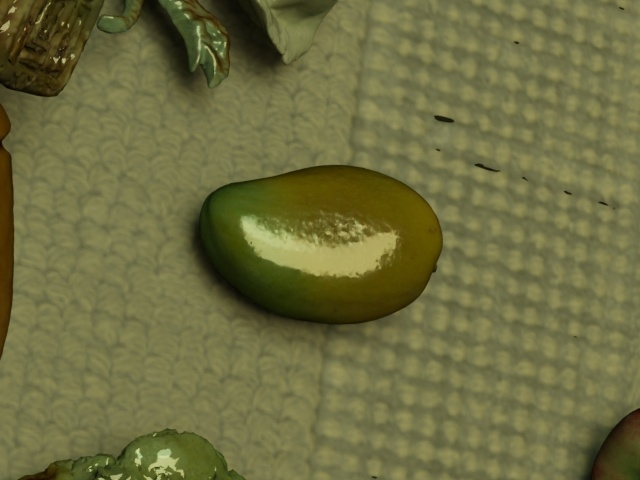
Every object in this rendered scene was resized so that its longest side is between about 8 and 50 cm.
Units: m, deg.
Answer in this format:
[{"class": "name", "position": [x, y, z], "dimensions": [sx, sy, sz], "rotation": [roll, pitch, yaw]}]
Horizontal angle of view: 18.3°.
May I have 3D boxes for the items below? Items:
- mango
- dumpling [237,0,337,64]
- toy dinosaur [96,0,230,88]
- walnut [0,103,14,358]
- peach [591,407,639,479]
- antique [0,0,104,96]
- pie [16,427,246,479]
[{"class": "mango", "position": [0.000, 0.000, 1.543], "dimensions": [0.195, 0.092, 0.130], "rotation": [15, 72, -18]}, {"class": "dumpling", "position": [-0.036, -0.236, 1.567], "dimensions": [0.127, 0.108, 0.188], "rotation": [20, 75, -54]}, {"class": "toy dinosaur", "position": [-0.190, -0.297, 1.527], "dimensions": [0.205, 0.092, 0.393], "rotation": [-8, 80, -26]}, {"class": "walnut", "position": [-0.303, 0.028, 1.329], "dimensions": [0.209, 0.209, 0.336], "rotation": [4, 86, -26]}, {"class": "peach", "position": [0.306, 0.200, 1.622], "dimensions": [0.152, 0.152, 0.152], "rotation": [7, 74, -25]}, {"class": "antique", "position": [-0.284, -0.226, 1.380], "dimensions": [0.284, 0.125, 0.150], "rotation": [28, 92, 18]}, {"class": "pie", "position": [-0.148, 0.269, 1.405], "dimensions": [0.274, 0.105, 0.257], "rotation": [-11, 97, -26]}]
